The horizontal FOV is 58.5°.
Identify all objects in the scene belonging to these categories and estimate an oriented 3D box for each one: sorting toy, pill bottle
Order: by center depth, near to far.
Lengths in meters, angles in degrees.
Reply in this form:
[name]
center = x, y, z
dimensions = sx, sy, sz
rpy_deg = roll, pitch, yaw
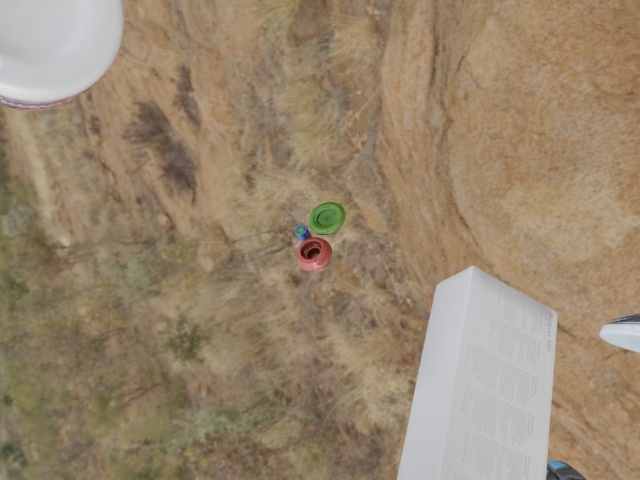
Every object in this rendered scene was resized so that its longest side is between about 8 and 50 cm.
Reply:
[pill bottle]
center = -0.209, -0.148, 0.404
dimensions = 0.193, 0.108, 0.108
rpy_deg = 19, 122, 61
[sorting toy]
center = 0.000, 0.000, 0.755
dimensions = 0.061, 0.102, 0.042
rpy_deg = 11, 152, 29

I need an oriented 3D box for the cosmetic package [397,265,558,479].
[cosmetic package]
center = 0.125, 0.148, 0.456
dimensions = 0.099, 0.239, 0.060
rpy_deg = 27, 148, -12

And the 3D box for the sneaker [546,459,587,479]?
[sneaker]
center = 0.436, 0.524, 0.903
dimensions = 0.139, 0.125, 0.340
rpy_deg = 48, -163, -45

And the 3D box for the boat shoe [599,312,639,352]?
[boat shoe]
center = 0.453, 0.095, 0.723
dimensions = 0.065, 0.083, 0.183
rpy_deg = 35, 153, -28
